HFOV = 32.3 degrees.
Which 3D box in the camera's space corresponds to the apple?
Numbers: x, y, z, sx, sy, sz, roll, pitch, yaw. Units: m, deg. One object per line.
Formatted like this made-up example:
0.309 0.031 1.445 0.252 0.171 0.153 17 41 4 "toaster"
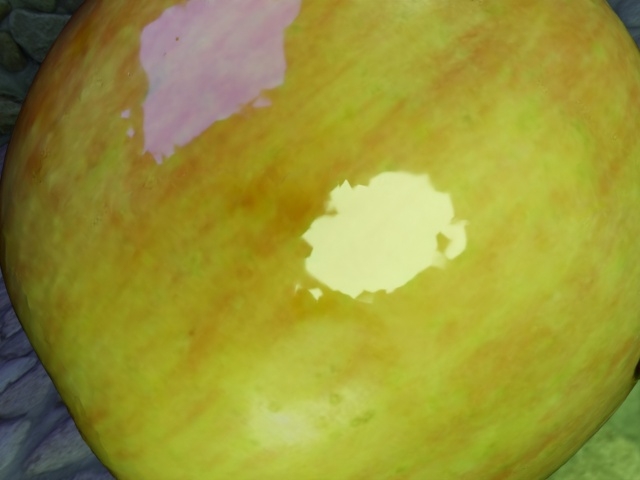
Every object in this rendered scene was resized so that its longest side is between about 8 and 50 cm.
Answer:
0.000 0.000 0.646 0.346 0.391 0.391 -41 24 -13 "apple"
